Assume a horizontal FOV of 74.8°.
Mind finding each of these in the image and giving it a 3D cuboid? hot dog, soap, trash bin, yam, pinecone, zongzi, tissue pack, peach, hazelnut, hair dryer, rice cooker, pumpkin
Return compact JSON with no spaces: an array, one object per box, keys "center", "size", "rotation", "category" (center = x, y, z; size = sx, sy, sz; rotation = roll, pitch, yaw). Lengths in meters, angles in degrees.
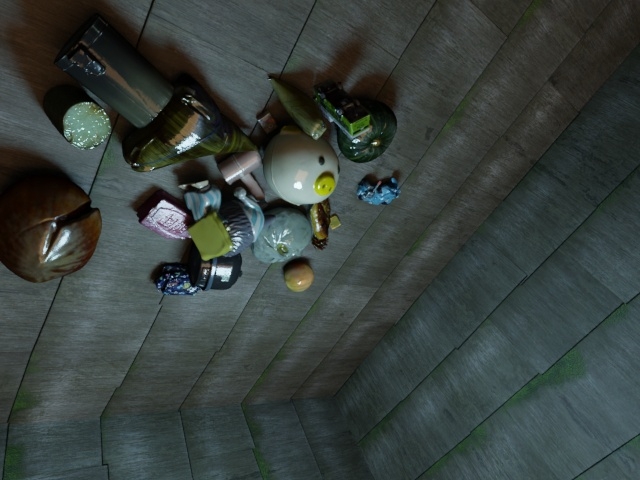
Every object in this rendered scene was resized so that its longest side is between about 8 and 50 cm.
[{"center":[0.004,-0.132,2.227],"size":[0.270,0.082,0.162],"rotation":[77,32,-41],"category":"hot dog"},{"center":[-0.664,-0.101,1.868],"size":[0.162,0.099,0.250],"rotation":[-47,138,5],"category":"soap"},{"center":[-0.650,-0.531,1.350],"size":[0.203,0.252,0.301],"rotation":[-39,134,10],"category":"trash bin"},{"center":[-0.798,-0.407,1.373],"size":[0.161,0.268,0.161],"rotation":[-24,131,-30],"category":"yam"},{"center":[-0.002,-0.001,2.387],"size":[0.102,0.102,0.109],"rotation":[16,92,-41],"category":"pinecone"},{"center":[-0.498,-0.356,1.642],"size":[0.403,0.208,0.432],"rotation":[-41,141,8],"category":"zongzi"},{"center":[-0.227,-0.507,1.791],"size":[0.063,0.035,0.083],"rotation":[-34,137,1],"category":"tissue pack"},{"center":[-0.124,0.212,2.453],"size":[0.184,0.184,0.184],"rotation":[-17,137,-17],"category":"peach"},{"center":[-1.003,-0.035,1.552],"size":[0.359,0.359,0.409],"rotation":[8,133,-37],"category":"hazelnut"},{"center":[-0.315,-0.280,1.930],"size":[0.189,0.107,0.344],"rotation":[-34,148,-2],"category":"hair dryer"},{"center":[-0.514,0.117,2.051],"size":[0.224,0.267,0.267],"rotation":[7,125,-32],"category":"rice cooker"},{"center":[-0.095,-0.546,1.694],"size":[0.115,0.228,0.256],"rotation":[-40,137,19],"category":"zongzi"},{"center":[0.207,-0.506,1.942],"size":[0.300,0.207,0.300],"rotation":[-30,150,-19],"category":"pumpkin"}]

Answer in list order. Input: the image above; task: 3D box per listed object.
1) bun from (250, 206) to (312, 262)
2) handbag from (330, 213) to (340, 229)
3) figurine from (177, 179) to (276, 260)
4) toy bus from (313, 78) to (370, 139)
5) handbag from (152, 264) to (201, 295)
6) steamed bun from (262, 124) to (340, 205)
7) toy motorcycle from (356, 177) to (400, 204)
[{"center":[-0.195,-0.015,2.168],"size":[0.354,0.194,0.354],"rotation":[-17,138,-16],"category":"bun"},{"center":[0.073,-0.107,2.375],"size":[0.061,0.027,0.083],"rotation":[-30,134,2],"category":"handbag"},{"center":[-0.401,-0.133,1.896],"size":[0.377,0.266,0.361],"rotation":[-35,117,-48],"category":"figurine"},{"center":[0.088,-0.545,1.755],"size":[0.113,0.302,0.139],"rotation":[-29,145,-9],"category":"toy bus"},{"center":[-0.702,0.209,2.130],"size":[0.260,0.113,0.162],"rotation":[8,131,-46],"category":"handbag"},{"center":[-0.081,-0.321,1.843],"size":[0.334,0.334,0.374],"rotation":[-48,154,17],"category":"steamed bun"},{"center":[0.329,-0.273,2.308],"size":[0.272,0.124,0.182],"rotation":[6,136,-37],"category":"toy motorcycle"}]
